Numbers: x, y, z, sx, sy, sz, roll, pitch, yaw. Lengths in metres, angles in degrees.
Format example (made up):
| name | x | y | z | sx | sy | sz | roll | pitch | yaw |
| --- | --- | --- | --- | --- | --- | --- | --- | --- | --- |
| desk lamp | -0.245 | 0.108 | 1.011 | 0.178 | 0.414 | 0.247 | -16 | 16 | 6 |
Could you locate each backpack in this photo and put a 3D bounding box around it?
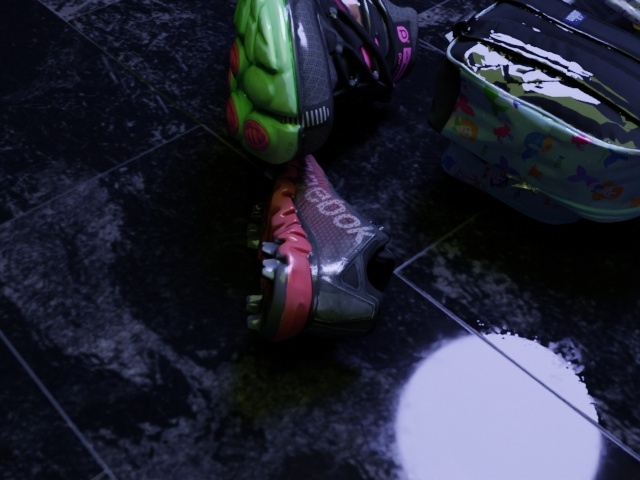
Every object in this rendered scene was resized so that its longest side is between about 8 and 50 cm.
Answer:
| name | x | y | z | sx | sy | sz | roll | pitch | yaw |
| --- | --- | --- | --- | --- | --- | --- | --- | --- | --- |
| backpack | 0.259 | -0.132 | 0.867 | 0.254 | 0.191 | 0.225 | 27 | 49 | 21 |

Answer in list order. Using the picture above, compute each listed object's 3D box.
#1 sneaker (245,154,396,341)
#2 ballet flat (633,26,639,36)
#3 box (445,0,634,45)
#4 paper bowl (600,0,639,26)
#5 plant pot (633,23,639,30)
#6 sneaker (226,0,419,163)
| name | x | y | z | sx | sy | sz | roll | pitch | yaw |
| --- | --- | --- | --- | --- | --- | --- | --- | --- | --- |
| sneaker | 0.000 | 0.001 | 0.813 | 0.135 | 0.097 | 0.276 | 11 | 33 | -12 |
| ballet flat | 0.431 | -0.199 | 1.012 | 0.241 | 0.077 | 0.091 | 33 | 52 | 29 |
| box | 0.271 | -0.259 | 1.052 | 0.186 | 0.038 | 0.145 | -30 | 47 | 6 |
| paper bowl | 0.426 | -0.294 | 0.919 | 0.284 | 0.148 | 0.284 | 21 | 30 | -13 |
| plant pot | 0.433 | -0.344 | 1.134 | 0.134 | 0.134 | 0.095 | 25 | 32 | 24 |
| sneaker | 0.014 | -0.233 | 0.945 | 0.202 | 0.185 | 0.482 | 11 | 33 | 1 |
